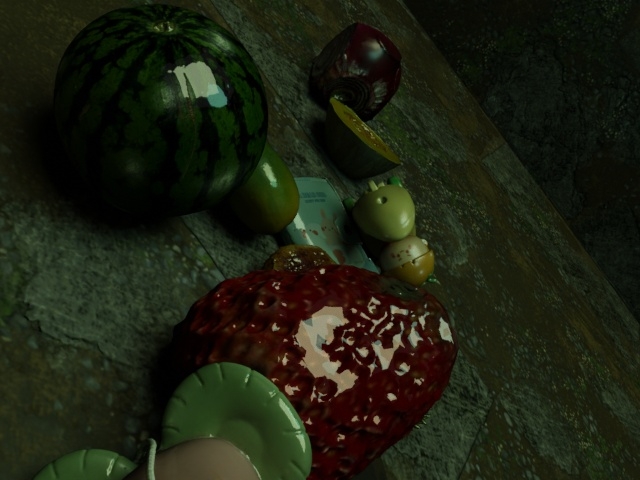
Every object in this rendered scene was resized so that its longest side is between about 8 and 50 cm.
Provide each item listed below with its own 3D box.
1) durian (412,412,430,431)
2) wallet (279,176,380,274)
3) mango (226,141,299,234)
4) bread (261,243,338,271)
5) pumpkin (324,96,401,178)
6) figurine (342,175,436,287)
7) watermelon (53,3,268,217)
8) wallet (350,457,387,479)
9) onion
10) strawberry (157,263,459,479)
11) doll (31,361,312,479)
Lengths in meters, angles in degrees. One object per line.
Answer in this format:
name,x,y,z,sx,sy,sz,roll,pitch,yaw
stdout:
durian,0.119,0.234,1.123,0.221,0.095,0.137,20,28,-27
wallet,0.000,0.000,1.232,0.176,0.075,0.250,-10,68,-52
mango,-0.129,-0.120,1.116,0.251,0.114,0.156,50,-4,17
bread,-0.018,0.095,1.077,0.193,0.064,0.193,15,55,-23
pumpkin,0.074,-0.215,1.535,0.217,0.110,0.217,33,25,-18
figurine,0.138,-0.007,1.290,0.324,0.124,0.222,11,56,-88
watermelon,-0.212,-0.170,0.916,0.285,0.285,0.285,35,35,-29
wallet,0.060,0.394,0.937,0.165,0.042,0.309,20,45,-46
onion,0.106,-0.413,1.664,0.207,0.206,0.216,36,36,-28
strawberry,-0.017,0.161,0.815,0.292,0.310,0.291,36,37,-34
doll,-0.118,0.267,0.609,0.268,0.284,0.216,53,-14,18
